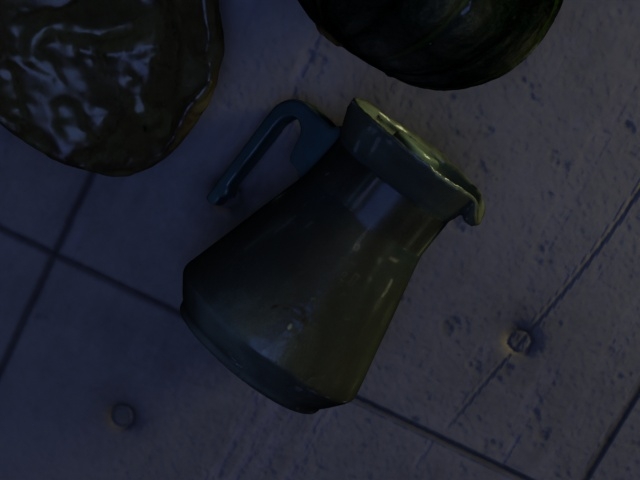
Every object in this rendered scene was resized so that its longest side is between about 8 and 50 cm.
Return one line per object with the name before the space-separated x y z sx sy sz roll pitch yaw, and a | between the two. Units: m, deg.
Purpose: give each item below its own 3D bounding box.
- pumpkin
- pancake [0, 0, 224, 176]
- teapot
pumpkin | 0.065 -0.229 1.203 0.250 0.250 0.216 23 105 -4
pancake | -0.188 -0.169 1.338 0.242 0.050 0.242 3 106 11
teapot | 0.000 0.000 1.331 0.203 0.171 0.225 42 99 22
